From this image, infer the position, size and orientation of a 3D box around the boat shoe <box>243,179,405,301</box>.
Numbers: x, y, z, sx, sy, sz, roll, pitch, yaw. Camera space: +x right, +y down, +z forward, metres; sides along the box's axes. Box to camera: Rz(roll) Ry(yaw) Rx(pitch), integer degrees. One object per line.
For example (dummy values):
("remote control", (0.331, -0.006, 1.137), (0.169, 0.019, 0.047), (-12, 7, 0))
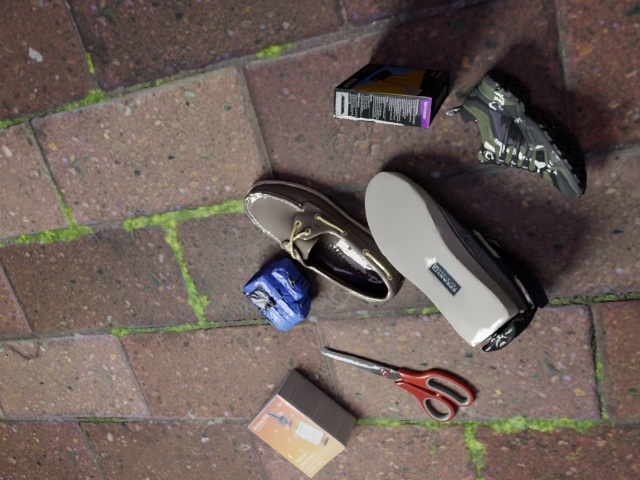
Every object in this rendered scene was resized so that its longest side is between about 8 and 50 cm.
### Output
("boat shoe", (0.000, 0.000, 1.061), (0.325, 0.096, 0.116), (31, 120, 5))

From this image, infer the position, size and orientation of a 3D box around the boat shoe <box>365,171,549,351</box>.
("boat shoe", (0.218, 0.022, 0.989), (0.127, 0.158, 0.340), (-51, 62, 35))

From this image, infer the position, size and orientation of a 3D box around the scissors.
("scissors", (0.148, 0.252, 1.171), (0.297, 0.021, 0.109), (30, 123, 7))

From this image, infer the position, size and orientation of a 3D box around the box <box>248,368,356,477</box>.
("box", (-0.037, 0.377, 1.253), (0.171, 0.091, 0.130), (38, 121, 0))

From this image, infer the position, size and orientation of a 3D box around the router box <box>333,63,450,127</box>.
("router box", (0.107, -0.213, 0.876), (0.133, 0.179, 0.046), (10, 119, 15))

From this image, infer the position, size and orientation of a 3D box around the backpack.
("backpack", (-0.070, 0.103, 1.135), (0.101, 0.098, 0.120), (-33, 98, 26))

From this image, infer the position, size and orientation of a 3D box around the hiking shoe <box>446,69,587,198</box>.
("hiking shoe", (0.297, -0.142, 0.906), (0.227, 0.086, 0.114), (50, 134, 0))
